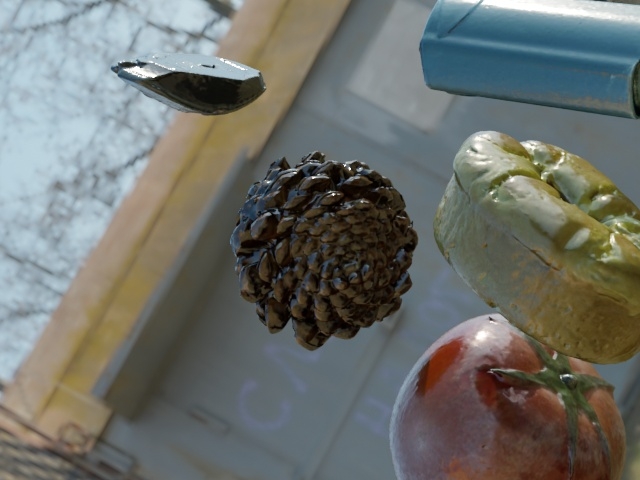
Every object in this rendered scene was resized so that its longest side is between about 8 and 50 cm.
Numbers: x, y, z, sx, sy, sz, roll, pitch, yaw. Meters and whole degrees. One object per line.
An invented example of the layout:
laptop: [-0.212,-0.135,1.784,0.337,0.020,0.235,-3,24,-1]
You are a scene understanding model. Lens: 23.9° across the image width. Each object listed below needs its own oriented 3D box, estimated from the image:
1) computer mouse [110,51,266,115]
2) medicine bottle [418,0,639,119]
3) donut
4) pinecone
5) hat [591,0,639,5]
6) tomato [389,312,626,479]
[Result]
computer mouse: [-0.155,-0.182,1.793,0.106,0.192,0.062,43,127,55]
medicine bottle: [0.188,-0.144,1.138,0.124,0.258,0.079,-39,-49,-40]
donut: [0.217,0.003,1.423,0.208,0.261,0.128,10,-62,-39]
pinecone: [0.000,0.000,1.727,0.221,0.221,0.221,-61,-4,-7]
hat: [0.375,-0.300,1.557,0.164,0.219,0.226,-62,-31,-55]
tomato: [0.201,0.223,1.683,0.265,0.265,0.265,-61,-4,-7]
